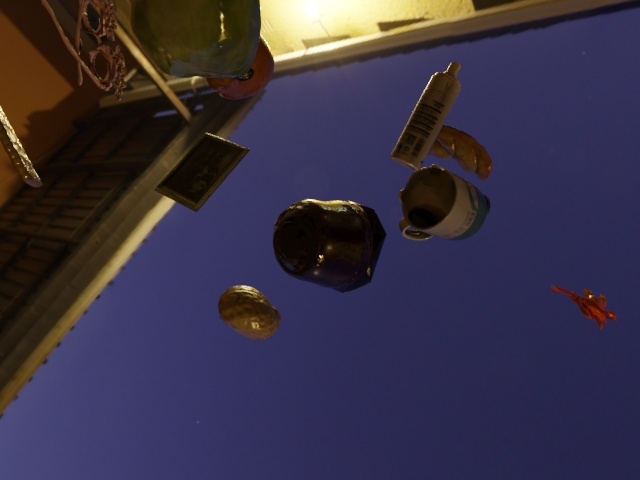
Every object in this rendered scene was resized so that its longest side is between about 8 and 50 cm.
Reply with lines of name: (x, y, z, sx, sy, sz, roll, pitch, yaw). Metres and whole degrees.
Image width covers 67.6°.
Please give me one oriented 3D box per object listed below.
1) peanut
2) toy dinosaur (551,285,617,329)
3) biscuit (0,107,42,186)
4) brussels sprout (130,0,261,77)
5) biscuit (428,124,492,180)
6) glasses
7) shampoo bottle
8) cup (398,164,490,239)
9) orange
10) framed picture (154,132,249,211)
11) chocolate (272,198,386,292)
peanut: (-0.171, 0.175, 1.163, 0.109, 0.159, 0.140, -54, -157, 19)
toy dinosaur: (0.761, 0.191, 1.337, 0.070, 0.288, 0.117, -53, -147, 25)
biscuit: (-0.746, -0.250, 1.135, 0.029, 0.254, 0.172, -27, -170, -20)
brussels sprout: (-0.258, -0.489, 1.013, 0.328, 0.247, 0.327, 5, -82, 36)
biscuit: (0.542, -0.355, 1.877, 0.299, 0.154, 0.045, 30, -129, 19)
glasses: (-0.474, -0.420, 0.985, 0.162, 0.255, 0.095, 12, -152, 32)
shampoo bottle: (0.299, -0.345, 1.310, 0.092, 0.092, 0.303, 32, -83, 49)
cup: (0.407, -0.099, 1.644, 0.290, 0.258, 0.219, -41, -130, 33)
orange: (-0.230, -0.495, 1.345, 0.206, 0.206, 0.206, -20, -138, 19)
framed picture: (-0.418, -0.250, 1.668, 0.232, 0.019, 0.296, 24, -111, 29)
chocolate: (0.000, 0.000, 1.810, 0.384, 0.331, 0.383, -7, -101, 35)
